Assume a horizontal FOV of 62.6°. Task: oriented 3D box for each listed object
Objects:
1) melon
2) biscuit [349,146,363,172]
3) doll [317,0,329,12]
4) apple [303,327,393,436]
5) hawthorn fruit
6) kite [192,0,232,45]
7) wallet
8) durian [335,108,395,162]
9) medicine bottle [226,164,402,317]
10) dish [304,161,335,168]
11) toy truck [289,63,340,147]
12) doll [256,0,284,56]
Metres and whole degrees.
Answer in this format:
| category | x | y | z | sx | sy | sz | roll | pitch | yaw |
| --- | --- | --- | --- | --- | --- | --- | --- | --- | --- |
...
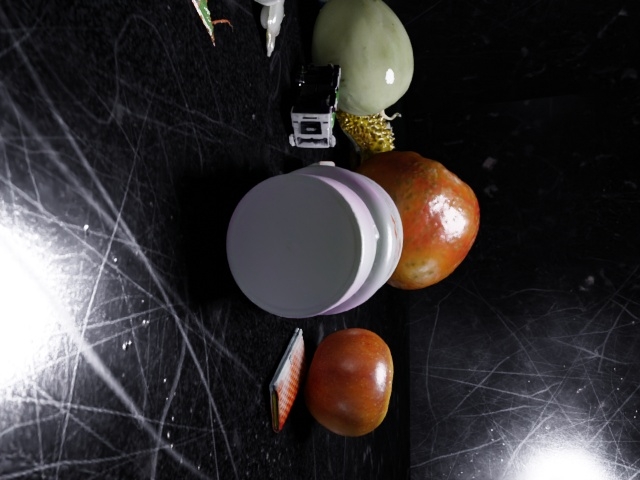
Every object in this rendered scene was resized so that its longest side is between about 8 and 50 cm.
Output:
| category | x | y | z | sx | sy | sz | roll | pitch | yaw |
| --- | --- | --- | --- | --- | --- | --- | --- | --- | --- |
| melon | 0.102 | -0.459 | 1.320 | 0.308 | 0.271 | 0.272 | 65 | 15 | 3 |
| biscuit | 0.126 | -0.174 | 1.732 | 0.208 | 0.041 | 0.290 | -74 | 155 | -54 |
| doll | 0.025 | -0.649 | 1.447 | 0.099 | 0.057 | 0.143 | -67 | 159 | -13 |
| apple | 0.055 | 0.290 | 1.108 | 0.235 | 0.173 | 0.210 | -104 | -155 | -86 |
| hawthorn fruit | 0.226 | -0.044 | 1.503 | 0.403 | 0.402 | 0.403 | -4 | 90 | -75 |
| kite | -0.163 | -0.393 | 0.786 | 0.244 | 0.006 | 0.198 | -49 | 133 | -69 |
| wallet | -0.058 | 0.258 | 0.992 | 0.196 | 0.020 | 0.103 | -59 | 148 | -67 |
| durian | 0.140 | -0.344 | 1.590 | 0.250 | 0.138 | 0.183 | 45 | 50 | -34 |
| medicine bottle | 0.000 | 0.000 | 0.847 | 0.302 | 0.241 | 0.241 | -13 | 99 | -74 |
| dish | -0.010 | -0.062 | 1.139 | 0.151 | 0.077 | 0.212 | -36 | 121 | -74 |
| toy truck | -0.008 | -0.303 | 1.170 | 0.243 | 0.101 | 0.125 | -81 | 172 | -46 |
| doll | -0.063 | -0.516 | 0.873 | 0.423 | 0.161 | 0.348 | -110 | -148 | -88 |
